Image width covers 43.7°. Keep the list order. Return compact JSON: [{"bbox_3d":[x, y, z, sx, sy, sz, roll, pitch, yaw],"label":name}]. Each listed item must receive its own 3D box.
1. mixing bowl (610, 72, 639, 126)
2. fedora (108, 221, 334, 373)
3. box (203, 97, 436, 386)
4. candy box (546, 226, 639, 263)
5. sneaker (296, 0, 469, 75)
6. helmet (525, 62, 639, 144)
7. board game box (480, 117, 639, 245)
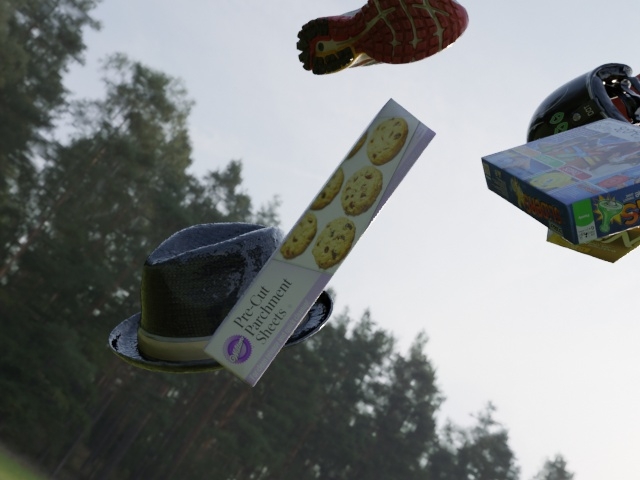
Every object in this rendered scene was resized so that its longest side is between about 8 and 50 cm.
[{"bbox_3d":[0.559,-0.224,1.439,0.098,0.181,0.181,56,-22,9],"label":"mixing bowl"},{"bbox_3d":[-0.145,0.060,1.140,0.334,0.334,0.153,9,-70,43],"label":"fedora"},{"bbox_3d":[0.000,0.000,0.830,0.067,0.324,0.063,37,-7,-3],"label":"box"},{"bbox_3d":[0.661,-0.066,1.781,0.182,0.088,0.316,18,-27,-5],"label":"candy box"},{"bbox_3d":[0.079,-0.257,0.970,0.225,0.092,0.088,2,-72,39],"label":"sneaker"},{"bbox_3d":[0.345,-0.128,1.018,0.169,0.169,0.161,34,-38,-3],"label":"helmet"},{"bbox_3d":[0.234,-0.058,0.680,0.201,0.136,0.035,-112,-174,-73],"label":"board game box"}]
